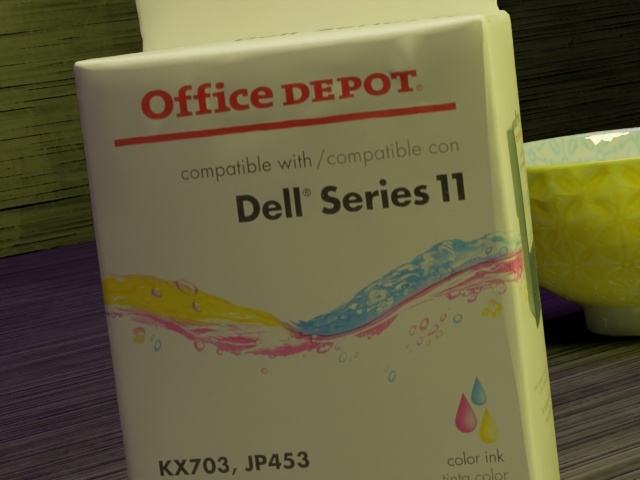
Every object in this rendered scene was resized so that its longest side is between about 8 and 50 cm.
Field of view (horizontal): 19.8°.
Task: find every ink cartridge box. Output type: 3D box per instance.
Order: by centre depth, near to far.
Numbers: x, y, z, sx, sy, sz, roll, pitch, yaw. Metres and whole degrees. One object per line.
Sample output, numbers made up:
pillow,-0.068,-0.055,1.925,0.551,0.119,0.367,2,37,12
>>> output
ink cartridge box,0.000,0.000,0.913,0.207,0.353,0.119,-6,7,12

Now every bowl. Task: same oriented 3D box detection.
bowl,0.268,-0.007,1.521,0.289,0.156,0.289,-7,7,1
